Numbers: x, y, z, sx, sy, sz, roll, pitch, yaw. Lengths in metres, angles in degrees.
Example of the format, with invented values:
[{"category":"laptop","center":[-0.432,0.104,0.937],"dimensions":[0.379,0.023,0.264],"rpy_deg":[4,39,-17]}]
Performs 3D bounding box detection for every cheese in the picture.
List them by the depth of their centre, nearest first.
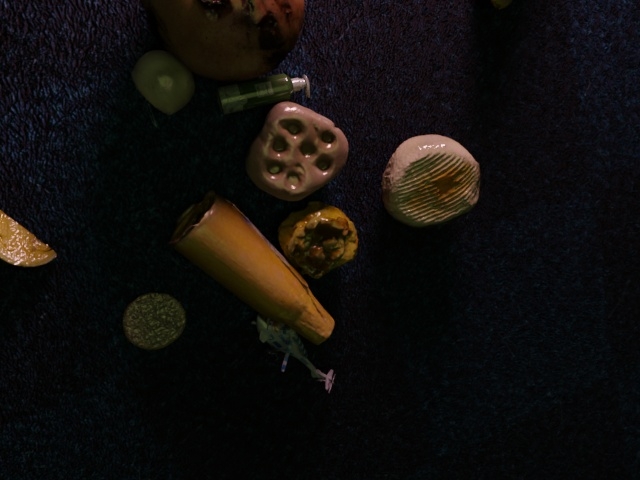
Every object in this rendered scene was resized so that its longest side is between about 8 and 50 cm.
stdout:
[{"category":"cheese","center":[-0.058,-0.204,1.329],"dimensions":[0.235,0.117,0.217],"rpy_deg":[-12,112,-12]}]

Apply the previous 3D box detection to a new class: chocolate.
[{"category":"chocolate","center":[-0.138,0.079,1.374],"dimensions":[0.162,0.162,0.445],"rpy_deg":[-47,112,1]}]

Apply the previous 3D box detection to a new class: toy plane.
[{"category":"toy plane","center":[-0.068,0.270,1.513],"dimensions":[0.273,0.107,0.182],"rpy_deg":[38,50,-41]}]

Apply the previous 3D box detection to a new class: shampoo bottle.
[{"category":"shampoo bottle","center":[-0.123,-0.326,1.304],"dimensions":[0.205,0.065,0.065],"rpy_deg":[-16,111,-12]}]

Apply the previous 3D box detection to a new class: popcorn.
[{"category":"popcorn","center":[0.000,0.004,1.400],"dimensions":[0.198,0.155,0.197],"rpy_deg":[-11,122,-18]}]

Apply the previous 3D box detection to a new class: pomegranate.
[{"category":"pomegranate","center":[-0.183,-0.462,1.129],"dimensions":[0.322,0.322,0.322],"rpy_deg":[-5,109,-15]}]

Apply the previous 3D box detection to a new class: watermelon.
[{"category":"watermelon","center":[-0.670,0.012,1.261],"dimensions":[0.181,0.075,0.092],"rpy_deg":[42,48,-25]}]

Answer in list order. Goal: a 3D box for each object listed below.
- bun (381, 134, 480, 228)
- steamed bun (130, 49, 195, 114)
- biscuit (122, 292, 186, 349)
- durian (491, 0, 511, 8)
[{"category":"bun","center":[0.259,-0.142,1.430],"dimensions":[0.244,0.153,0.243],"rpy_deg":[-1,113,-3]},{"category":"steamed bun","center":[-0.321,-0.331,1.225],"dimensions":[0.112,0.091,0.130],"rpy_deg":[-42,114,-2]},{"category":"biscuit","center":[-0.396,0.191,1.409],"dimensions":[0.152,0.020,0.152],"rpy_deg":[-5,107,-16]},{"category":"durian","center":[0.457,-0.684,1.307],"dimensions":[0.158,0.169,0.355],"rpy_deg":[16,103,-19]}]
